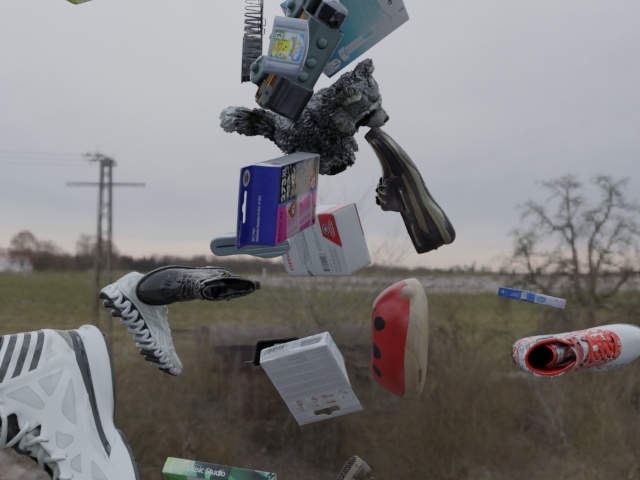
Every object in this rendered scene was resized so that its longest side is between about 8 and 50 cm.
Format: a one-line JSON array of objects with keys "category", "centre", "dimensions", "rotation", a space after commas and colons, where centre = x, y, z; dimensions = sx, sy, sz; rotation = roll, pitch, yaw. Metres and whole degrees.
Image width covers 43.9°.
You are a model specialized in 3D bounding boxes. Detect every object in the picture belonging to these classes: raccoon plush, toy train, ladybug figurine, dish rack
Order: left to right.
[{"category": "dish rack", "centre": [-0.202, -0.638, 2.414], "dimensions": [0.074, 0.208, 0.271], "rotation": [1, -41, -6]}, {"category": "toy train", "centre": [-0.048, -0.445, 1.906], "dimensions": [0.142, 0.334, 0.190], "rotation": [22, 20, -31]}, {"category": "raccoon plush", "centre": [-0.048, -0.341, 2.065], "dimensions": [0.446, 0.216, 0.299], "rotation": [4, -36, -4]}, {"category": "ladybug figurine", "centre": [0.235, 0.300, 2.405], "dimensions": [0.162, 0.449, 0.305], "rotation": [0, 40, 2]}]

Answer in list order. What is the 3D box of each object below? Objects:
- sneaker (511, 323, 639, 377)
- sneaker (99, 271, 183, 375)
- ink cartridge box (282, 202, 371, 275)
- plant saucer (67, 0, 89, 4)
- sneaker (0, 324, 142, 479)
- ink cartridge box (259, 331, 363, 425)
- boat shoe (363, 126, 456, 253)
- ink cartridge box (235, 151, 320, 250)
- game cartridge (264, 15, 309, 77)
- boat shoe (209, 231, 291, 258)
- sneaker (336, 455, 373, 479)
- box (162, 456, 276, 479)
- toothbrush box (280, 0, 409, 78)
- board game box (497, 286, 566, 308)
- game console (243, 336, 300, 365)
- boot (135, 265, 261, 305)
[{"category": "sneaker", "centre": [0.513, 0.218, 1.542], "dimensions": [0.270, 0.090, 0.145], "rotation": [-7, -4, 7]}, {"category": "sneaker", "centre": [-0.411, 0.207, 1.941], "dimensions": [0.118, 0.292, 0.110], "rotation": [-43, 26, -30]}, {"category": "ink cartridge box", "centre": [0.000, 0.000, 2.417], "dimensions": [0.273, 0.197, 0.114], "rotation": [-3, 18, 46]}, {"category": "plant saucer", "centre": [-0.725, -0.730, 2.209], "dimensions": [0.188, 0.045, 0.188], "rotation": [28, 22, -6]}, {"category": "sneaker", "centre": [-0.459, 0.356, 1.309], "dimensions": [0.257, 0.447, 0.169], "rotation": [2, -33, -41]}, {"category": "ink cartridge box", "centre": [-0.018, 0.335, 1.913], "dimensions": [0.181, 0.224, 0.056], "rotation": [-18, 31, 19]}, {"category": "boat shoe", "centre": [0.202, -0.119, 1.999], "dimensions": [0.130, 0.355, 0.132], "rotation": [-33, 2, 3]}, {"category": "ink cartridge box", "centre": [-0.088, -0.094, 1.774], "dimensions": [0.069, 0.175, 0.371], "rotation": [9, 14, 18]}, {"category": "game cartridge", "centre": [-0.046, -0.277, 1.135], "dimensions": [0.056, 0.083, 0.017], "rotation": [11, 3, 7]}, {"category": "boat shoe", "centre": [-0.184, -0.001, 2.145], "dimensions": [0.226, 0.083, 0.076], "rotation": [2, 19, 12]}, {"category": "sneaker", "centre": [0.053, 0.581, 1.790], "dimensions": [0.071, 0.188, 0.066], "rotation": [43, -22, -10]}, {"category": "box", "centre": [-0.283, 0.734, 2.300], "dimensions": [0.322, 0.058, 0.232], "rotation": [6, -48, 6]}, {"category": "toothbrush box", "centre": [0.071, -0.628, 2.182], "dimensions": [0.126, 0.295, 0.216], "rotation": [47, -8, 45]}, {"category": "board game box", "centre": [0.399, 0.108, 1.502], "dimensions": [0.090, 0.020, 0.090], "rotation": [11, -1, -24]}, {"category": "game console", "centre": [-0.126, 0.285, 2.056], "dimensions": [0.122, 0.107, 0.071], "rotation": [-2, 25, -29]}, {"category": "boot", "centre": [-0.284, 0.104, 1.812], "dimensions": [0.263, 0.091, 0.229], "rotation": [-9, 5, -16]}]
